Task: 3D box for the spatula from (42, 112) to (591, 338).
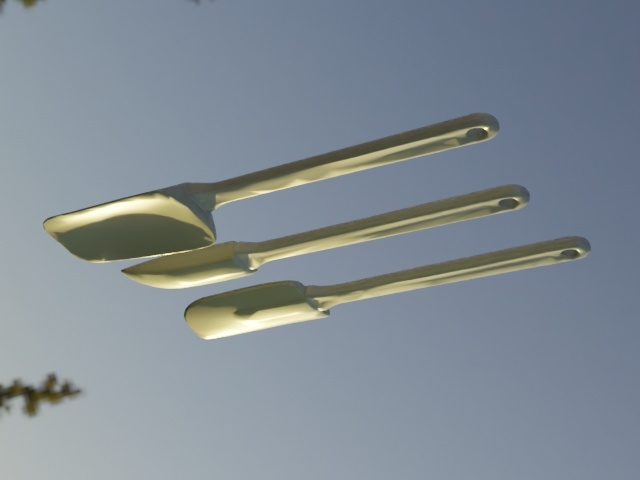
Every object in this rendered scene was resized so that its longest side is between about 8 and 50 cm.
[{"bbox_3d":[0.000,0.000,0.775,0.168,0.242,0.019,46,40,-48],"label":"spatula"}]
